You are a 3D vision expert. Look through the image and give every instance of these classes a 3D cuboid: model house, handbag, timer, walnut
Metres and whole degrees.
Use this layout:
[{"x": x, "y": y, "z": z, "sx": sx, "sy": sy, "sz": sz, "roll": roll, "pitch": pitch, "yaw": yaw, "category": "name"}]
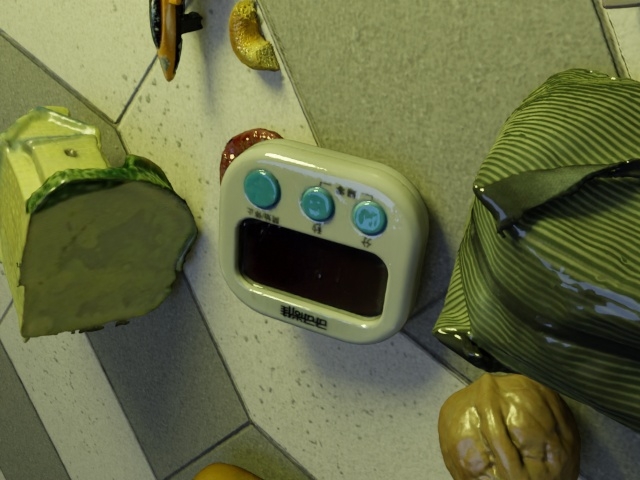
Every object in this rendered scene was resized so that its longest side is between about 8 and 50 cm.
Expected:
[{"x": -0.368, "y": -0.049, "z": 1.172, "sx": 0.266, "sy": 0.261, "sz": 0.321, "roll": 52, "pitch": 136, "yaw": 33, "category": "model house"}, {"x": 0.266, "y": 0.019, "z": 0.645, "sx": 0.340, "sy": 0.240, "sz": 0.247, "roll": 27, "pitch": 131, "yaw": 26, "category": "handbag"}, {"x": 0.000, "y": 0.000, "z": 0.937, "sx": 0.262, "sy": 0.087, "sz": 0.237, "roll": 17, "pitch": 123, "yaw": 17, "category": "timer"}, {"x": 0.216, "y": 0.232, "z": 0.866, "sx": 0.166, "sy": 0.149, "sz": 0.167, "roll": -1, "pitch": 85, "yaw": 18, "category": "walnut"}]

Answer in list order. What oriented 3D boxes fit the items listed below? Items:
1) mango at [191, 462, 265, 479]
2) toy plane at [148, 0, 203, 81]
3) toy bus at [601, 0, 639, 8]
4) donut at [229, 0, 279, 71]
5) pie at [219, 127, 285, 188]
[{"x": -0.070, "y": 0.555, "z": 1.213, "sx": 0.445, "sy": 0.232, "sz": 0.300, "roll": 45, "pitch": 137, "yaw": 21, "category": "mango"}, {"x": -0.177, "y": -0.352, "z": 0.924, "sx": 0.204, "sy": 0.103, "sz": 0.316, "roll": 23, "pitch": 132, "yaw": 32, "category": "toy plane"}, {"x": 0.257, "y": -0.276, "z": 0.614, "sx": 0.057, "sy": 0.072, "sz": 0.172, "roll": 8, "pitch": 116, "yaw": 41, "category": "toy bus"}, {"x": -0.085, "y": -0.250, "z": 0.935, "sx": 0.067, "sy": 0.038, "sz": 0.083, "roll": 27, "pitch": 129, "yaw": 31, "category": "donut"}, {"x": -0.079, "y": -0.080, "z": 1.019, "sx": 0.154, "sy": 0.036, "sz": 0.155, "roll": 18, "pitch": 121, "yaw": 32, "category": "pie"}]
